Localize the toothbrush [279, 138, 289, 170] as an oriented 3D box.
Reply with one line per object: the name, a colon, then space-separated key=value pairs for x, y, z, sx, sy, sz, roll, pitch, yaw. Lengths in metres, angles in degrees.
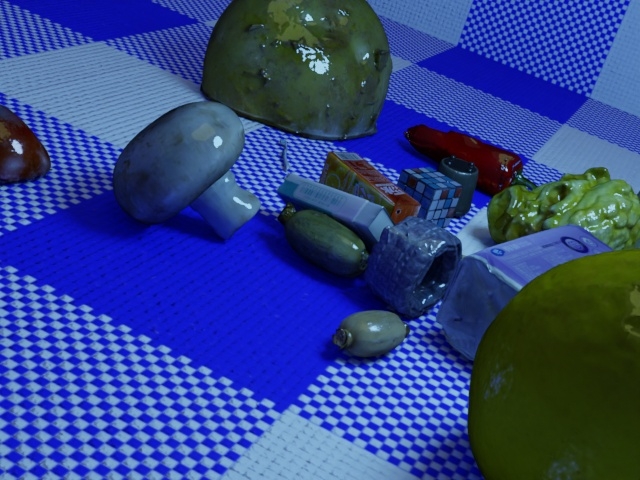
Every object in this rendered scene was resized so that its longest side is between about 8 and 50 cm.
toothbrush: x=-0.071 y=-0.175 z=2.057 sx=0.017 sy=0.014 sz=0.162 roll=26 pitch=21 yaw=-19

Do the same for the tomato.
tomato: x=-0.520 y=-0.170 z=1.622 sx=0.173 sy=0.099 sz=0.189 roll=23 pitch=23 yaw=16

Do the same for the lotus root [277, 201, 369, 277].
lotus root: x=-0.001 y=0.001 z=1.640 sx=0.183 sy=0.077 sz=0.090 roll=31 pitch=-15 yaw=26

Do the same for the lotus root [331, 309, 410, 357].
lotus root: x=0.070 y=0.132 z=1.434 sx=0.150 sy=0.062 sz=0.073 roll=-5 pitch=33 yaw=-44

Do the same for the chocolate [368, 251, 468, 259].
chocolate: x=0.184 y=0.048 z=1.693 sx=0.219 sy=0.086 sz=0.086 roll=15 pitch=24 yaw=5

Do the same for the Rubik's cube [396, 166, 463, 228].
Rubik's cube: x=0.205 y=-0.082 z=1.950 sx=0.092 sy=0.092 sz=0.092 roll=-8 pitch=35 yaw=-45

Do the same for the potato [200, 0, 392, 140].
potato: x=-0.035 y=-0.441 z=2.297 sx=0.442 sy=0.320 sz=0.385 roll=-8 pitch=34 yaw=-40

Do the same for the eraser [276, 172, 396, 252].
eraser: x=0.030 y=-0.044 z=1.691 sx=0.225 sy=0.052 sz=0.095 roll=22 pitch=-22 yaw=42

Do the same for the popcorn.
popcorn: x=0.458 y=-0.023 z=1.874 sx=0.285 sy=0.174 sz=0.225 roll=-7 pitch=28 yaw=11

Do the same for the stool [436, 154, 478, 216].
stool: x=0.271 y=-0.111 z=2.037 sx=0.096 sy=0.110 sz=0.096 roll=12 pitch=27 yaw=-6

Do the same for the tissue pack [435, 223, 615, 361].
tissue pack: x=0.371 y=0.114 z=1.565 sx=0.242 sy=0.160 sz=0.338 roll=40 pitch=33 yaw=29

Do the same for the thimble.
thimble: x=0.146 y=0.040 z=1.582 sx=0.097 sy=0.150 sz=0.150 roll=36 pitch=29 yaw=32

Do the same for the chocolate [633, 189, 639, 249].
chocolate: x=0.751 y=-0.010 z=1.948 sx=0.314 sy=0.297 sz=0.326 roll=37 pitch=29 yaw=27

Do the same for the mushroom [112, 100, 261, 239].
mushroom: x=-0.202 y=-0.096 z=1.602 sx=0.243 sy=0.244 sz=0.243 roll=15 pitch=24 yaw=-7

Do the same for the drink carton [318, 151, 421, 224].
drink carton: x=0.085 y=-0.076 z=1.853 sx=0.071 sy=0.096 sz=0.223 roll=-1 pitch=29 yaw=-36

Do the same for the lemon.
lemon: x=0.353 y=0.167 z=1.162 sx=0.364 sy=0.364 sz=0.364 roll=15 pitch=24 yaw=-7

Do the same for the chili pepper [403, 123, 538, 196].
chili pepper: x=0.342 y=-0.177 z=2.251 sx=0.387 sy=0.110 sz=0.110 roll=27 pitch=25 yaw=27
